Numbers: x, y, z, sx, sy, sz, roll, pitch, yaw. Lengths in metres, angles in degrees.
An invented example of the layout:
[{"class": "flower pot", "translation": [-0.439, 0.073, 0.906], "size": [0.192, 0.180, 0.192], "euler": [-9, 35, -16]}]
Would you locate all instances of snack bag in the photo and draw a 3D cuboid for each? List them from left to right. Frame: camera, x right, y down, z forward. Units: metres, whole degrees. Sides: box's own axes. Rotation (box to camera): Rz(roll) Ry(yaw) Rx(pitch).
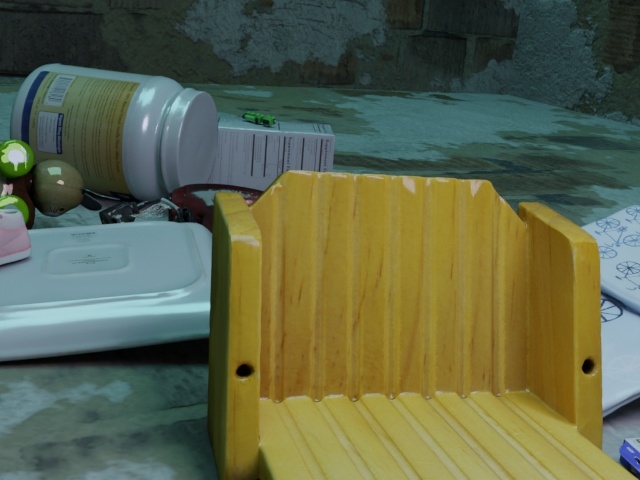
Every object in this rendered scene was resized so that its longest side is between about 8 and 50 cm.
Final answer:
[{"class": "snack bag", "translation": [0.357, 0.066, 1.056], "size": [0.343, 0.037, 0.323], "euler": [-22, 26, -14]}]

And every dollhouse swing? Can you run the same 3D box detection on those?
[{"class": "dollhouse swing", "translation": [0.100, 0.086, 0.719], "size": [0.347, 0.315, 0.305], "euler": [2, -4, -14]}]

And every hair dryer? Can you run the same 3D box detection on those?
[{"class": "hair dryer", "translation": [-0.173, -0.021, 1.372], "size": [0.224, 0.080, 0.294], "euler": [29, 37, 35]}]

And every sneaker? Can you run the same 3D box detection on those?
[{"class": "sneaker", "translation": [-0.398, 0.000, 1.008], "size": [0.051, 0.070, 0.134], "euler": [16, 26, 35]}]

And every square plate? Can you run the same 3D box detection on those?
[{"class": "square plate", "translation": [-0.283, 0.043, 1.062], "size": [0.347, 0.049, 0.344], "euler": [-5, 20, -12]}]

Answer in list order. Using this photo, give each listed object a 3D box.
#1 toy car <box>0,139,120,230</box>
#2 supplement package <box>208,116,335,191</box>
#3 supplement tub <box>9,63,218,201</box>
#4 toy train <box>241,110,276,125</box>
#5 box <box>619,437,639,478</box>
[{"class": "toy car", "translation": [-0.396, -0.060, 1.269], "size": [0.188, 0.148, 0.155], "euler": [8, -9, -34]}, {"class": "supplement package", "translation": [-0.100, -0.163, 1.734], "size": [0.244, 0.133, 0.139], "euler": [4, 16, -4]}, {"class": "supplement tub", "translation": [-0.365, -0.191, 1.580], "size": [0.316, 0.228, 0.228], "euler": [9, 17, 13]}, {"class": "toy train", "translation": [-0.121, -0.238, 1.710], "size": [0.083, 0.017, 0.024], "euler": [17, 30, 37]}, {"class": "box", "translation": [0.343, 0.209, 0.803], "size": [0.136, 0.028, 0.081], "euler": [-2, 18, -15]}]
